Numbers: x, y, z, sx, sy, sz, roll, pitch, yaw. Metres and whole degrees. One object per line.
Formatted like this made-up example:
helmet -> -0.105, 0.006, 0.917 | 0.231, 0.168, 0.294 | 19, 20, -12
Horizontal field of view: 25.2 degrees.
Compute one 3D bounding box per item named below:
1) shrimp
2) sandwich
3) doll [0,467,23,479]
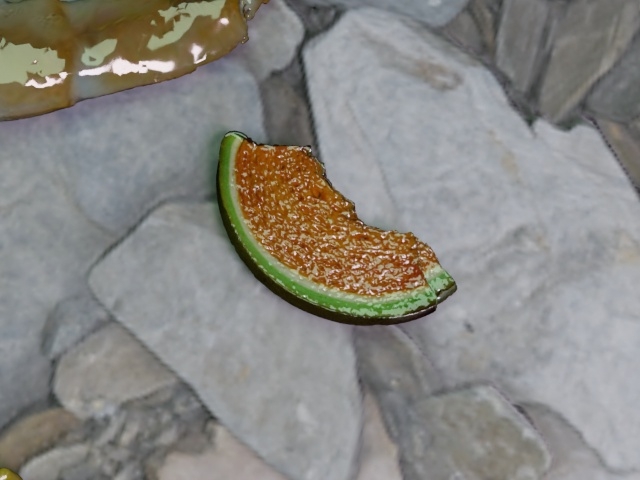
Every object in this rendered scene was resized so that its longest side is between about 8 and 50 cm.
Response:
shrimp -> -0.177, -0.149, 0.721 | 0.287, 0.068, 0.185 | 31, 78, 8
sandwich -> -0.002, 0.000, 0.691 | 0.135, 0.029, 0.067 | 37, 72, 12
doll -> -0.135, 0.194, 0.607 | 0.188, 0.096, 0.145 | 37, 70, 21
